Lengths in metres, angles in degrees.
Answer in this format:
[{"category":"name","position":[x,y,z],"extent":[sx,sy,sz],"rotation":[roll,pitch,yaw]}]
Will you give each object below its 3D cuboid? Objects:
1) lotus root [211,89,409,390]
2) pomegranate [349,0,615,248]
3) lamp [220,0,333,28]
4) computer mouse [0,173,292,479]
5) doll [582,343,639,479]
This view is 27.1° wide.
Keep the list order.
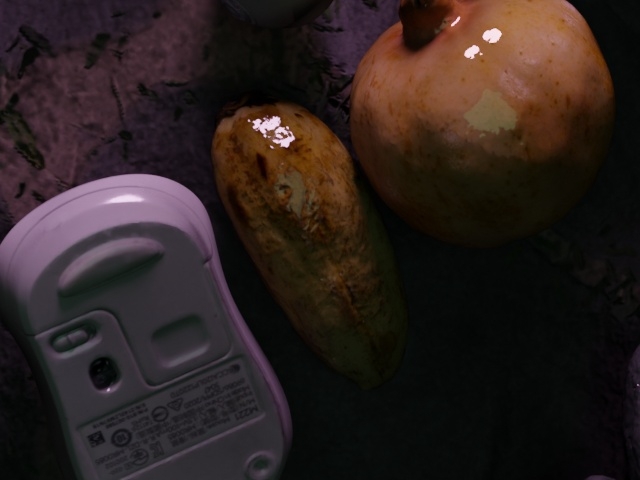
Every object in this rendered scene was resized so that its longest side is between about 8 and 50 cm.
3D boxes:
[{"category":"lotus root","position":[0.000,0.000,1.033],"extent":[0.110,0.097,0.258],"rotation":[-33,109,-11]},{"category":"pomegranate","position":[0.120,-0.095,1.004],"extent":[0.207,0.207,0.207],"rotation":[-2,99,-15]},{"category":"lamp","position":[-0.033,-0.208,0.985],"extent":[0.105,0.105,0.105],"rotation":[-2,99,-15]},{"category":"computer mouse","position":[-0.138,0.086,0.997],"extent":[0.184,0.121,0.296],"rotation":[-29,118,-11]},{"category":"doll","position":[0.289,0.252,1.143],"extent":[0.246,0.158,0.340],"rotation":[-3,84,-46]}]
